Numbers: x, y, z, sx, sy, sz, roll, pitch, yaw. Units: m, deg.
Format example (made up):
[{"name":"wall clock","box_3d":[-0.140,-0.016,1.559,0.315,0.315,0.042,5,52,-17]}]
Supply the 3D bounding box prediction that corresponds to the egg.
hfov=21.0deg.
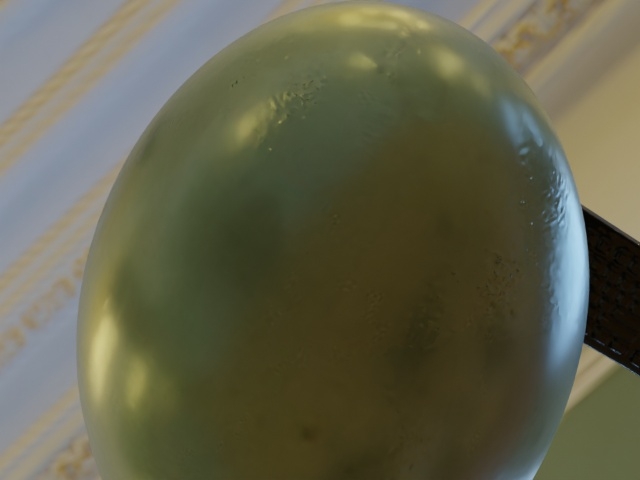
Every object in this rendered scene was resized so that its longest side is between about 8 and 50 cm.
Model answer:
[{"name":"egg","box_3d":[0.004,0.048,0.955,0.276,0.276,0.389,-5,-49,-27]}]

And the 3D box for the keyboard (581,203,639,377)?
[{"name":"keyboard","box_3d":[0.160,0.000,1.254,0.041,0.381,0.103,-33,-25,-56]}]
